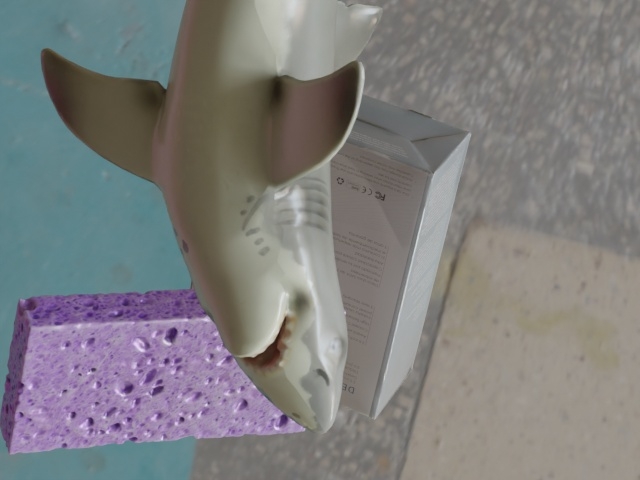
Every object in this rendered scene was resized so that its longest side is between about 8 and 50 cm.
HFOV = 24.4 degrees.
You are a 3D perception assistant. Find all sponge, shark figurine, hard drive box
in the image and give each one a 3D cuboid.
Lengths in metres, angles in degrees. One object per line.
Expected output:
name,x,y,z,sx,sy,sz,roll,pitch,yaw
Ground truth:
sponge,-0.096,0.082,0.952,0.210,0.031,0.117,-2,132,-25
shark figurine,0.008,-0.090,0.527,0.166,0.116,0.278,39,121,24
hard drive box,0.000,0.000,1.176,0.181,0.089,0.232,22,122,16
